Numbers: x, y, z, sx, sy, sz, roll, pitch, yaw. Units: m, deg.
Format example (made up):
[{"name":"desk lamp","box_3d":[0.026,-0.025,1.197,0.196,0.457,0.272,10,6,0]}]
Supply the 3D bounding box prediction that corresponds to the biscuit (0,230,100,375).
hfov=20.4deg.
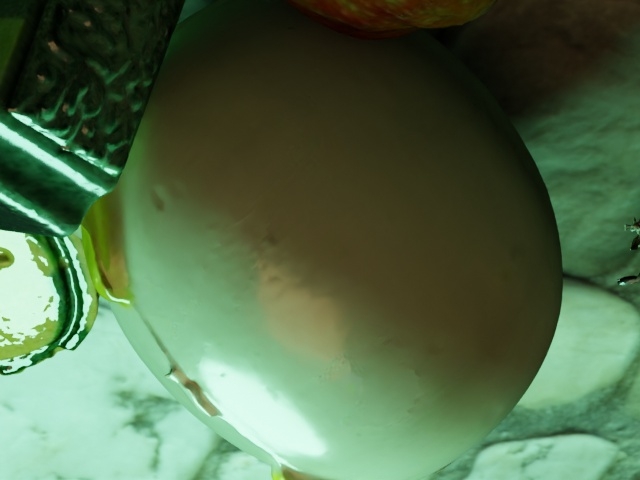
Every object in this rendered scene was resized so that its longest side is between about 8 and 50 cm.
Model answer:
[{"name":"biscuit","box_3d":[-0.344,-0.007,1.480,0.287,0.057,0.344,-15,128,15]}]

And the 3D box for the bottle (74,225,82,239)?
[{"name":"bottle","box_3d":[-0.165,-0.058,1.407,0.110,0.097,0.209,-31,129,-9]}]

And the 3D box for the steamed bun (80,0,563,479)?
[{"name":"steamed bun","box_3d":[0.003,-0.001,1.290,0.334,0.334,0.374,-35,104,28]}]

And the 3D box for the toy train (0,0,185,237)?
[{"name":"toy train","box_3d":[-0.212,-0.145,1.197,0.238,0.299,0.167,8,163,39]}]

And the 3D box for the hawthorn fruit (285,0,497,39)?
[{"name":"hawthorn fruit","box_3d":[0.046,-0.258,1.121,0.258,0.258,0.262,-20,146,19]}]

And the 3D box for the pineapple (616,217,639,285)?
[{"name":"pineapple","box_3d":[0.351,-0.005,1.461,0.221,0.047,0.221,2,127,2]}]
